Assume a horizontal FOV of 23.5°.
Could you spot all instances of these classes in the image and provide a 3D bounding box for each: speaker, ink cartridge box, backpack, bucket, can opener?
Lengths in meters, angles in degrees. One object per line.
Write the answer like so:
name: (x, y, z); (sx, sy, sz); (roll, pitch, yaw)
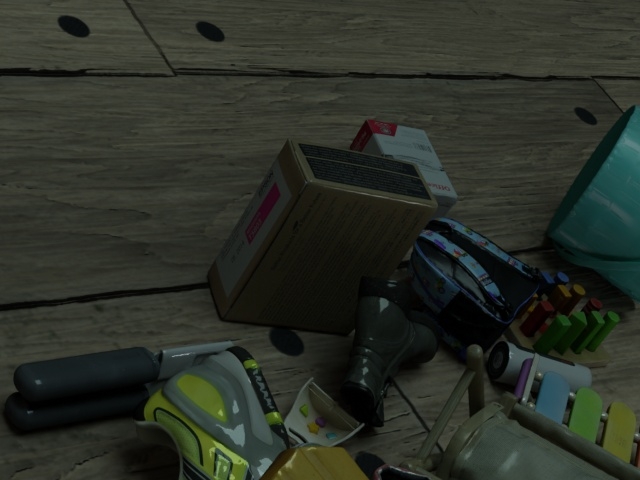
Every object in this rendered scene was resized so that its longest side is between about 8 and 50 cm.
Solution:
speaker: (0.294, 0.178, 2.054); (0.136, 0.055, 0.055); (18, 36, -21)
ink cartridge box: (0.122, -0.100, 2.253); (0.109, 0.063, 0.150); (9, 41, -32)
backpack: (0.188, 0.057, 2.060); (0.173, 0.117, 0.158); (39, 34, 7)
bucket: (0.481, -0.057, 2.322); (0.183, 0.281, 0.281); (33, 33, 2)
can opener: (-0.192, 0.163, 1.638); (0.283, 0.076, 0.095); (-6, 37, -43)
ink cartridge box: (0.000, 0.000, 1.871); (0.193, 0.235, 0.088); (10, 39, -32)

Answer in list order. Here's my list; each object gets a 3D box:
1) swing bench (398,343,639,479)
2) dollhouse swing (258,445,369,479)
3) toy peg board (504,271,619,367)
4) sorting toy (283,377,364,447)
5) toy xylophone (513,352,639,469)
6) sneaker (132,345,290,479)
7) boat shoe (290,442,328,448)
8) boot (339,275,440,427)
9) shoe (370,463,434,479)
swing bench: (0.258, 0.272, 1.728); (0.253, 0.165, 0.255); (28, -9, 24)
dollhouse swing: (0.087, 0.368, 1.321); (0.347, 0.315, 0.305); (-48, 122, -39)
toy peg board: (0.330, 0.097, 2.164); (0.161, 0.079, 0.161); (0, 46, -41)
sorting toy: (-0.006, 0.213, 1.773); (0.083, 0.045, 0.075); (41, 42, 11)
toy xylophone: (0.369, 0.292, 1.946); (0.322, 0.081, 0.236); (27, 34, -9)
sneaker: (-0.069, 0.302, 1.553); (0.147, 0.145, 0.385); (-22, 63, -7)
boat shoe: (0.067, 0.324, 1.640); (0.109, 0.094, 0.302); (-9, 52, -46)
boot: (0.075, 0.153, 1.864); (0.083, 0.246, 0.161); (8, 72, 20)
shoe: (0.115, 0.300, 1.553); (0.178, 0.081, 0.063); (35, 47, 12)
